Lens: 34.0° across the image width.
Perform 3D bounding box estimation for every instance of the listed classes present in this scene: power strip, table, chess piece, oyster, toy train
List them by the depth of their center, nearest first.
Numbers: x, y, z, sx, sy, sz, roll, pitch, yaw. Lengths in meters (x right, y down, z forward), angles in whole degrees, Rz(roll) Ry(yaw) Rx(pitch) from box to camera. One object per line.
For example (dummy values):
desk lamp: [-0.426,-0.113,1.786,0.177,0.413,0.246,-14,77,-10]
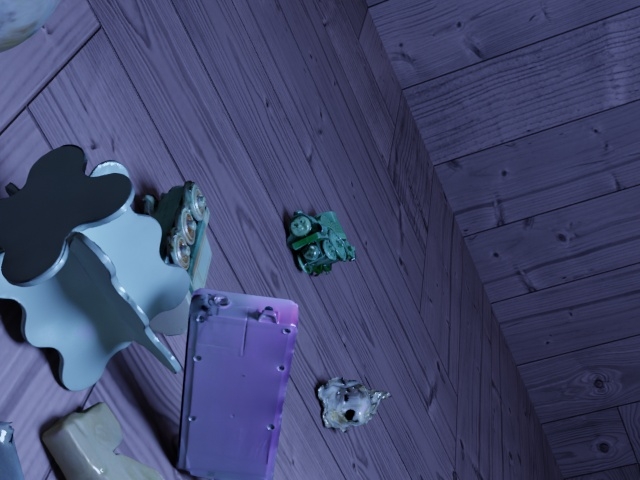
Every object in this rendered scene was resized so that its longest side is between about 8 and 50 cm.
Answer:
table: [-0.212,0.037,0.979,0.198,0.166,0.166,67,17,-44]
chess piece: [-0.184,0.247,0.989,0.200,0.090,0.090,59,20,-6]
power strip: [-0.090,0.160,1.094,0.037,0.109,0.279,-87,-175,-50]
toy train: [-0.171,0.016,1.230,0.194,0.081,0.125,-83,161,-56]
oyster: [0.044,0.268,1.689,0.200,0.061,0.106,41,54,-54]
toy train: [0.000,0.000,1.749,0.104,0.071,0.178,67,16,8]

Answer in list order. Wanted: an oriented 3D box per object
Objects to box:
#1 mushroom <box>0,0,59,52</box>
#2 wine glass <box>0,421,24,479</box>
mushroom: [-0.328,-0.274,0.873,0.243,0.243,0.243,-17,90,-72]
wine glass: [-0.252,0.232,0.729,0.111,0.111,0.204,30,49,-64]
